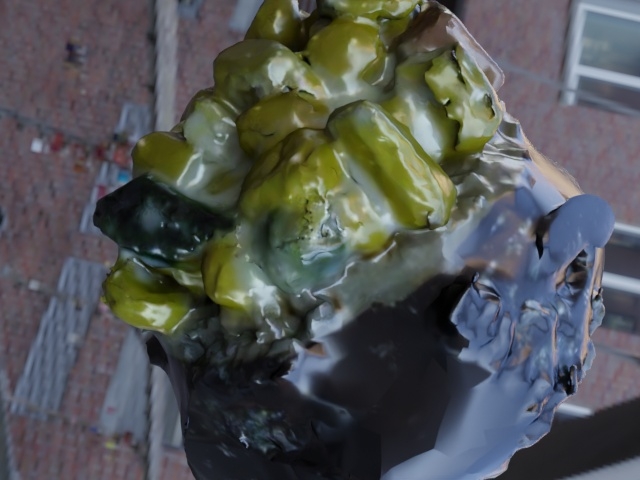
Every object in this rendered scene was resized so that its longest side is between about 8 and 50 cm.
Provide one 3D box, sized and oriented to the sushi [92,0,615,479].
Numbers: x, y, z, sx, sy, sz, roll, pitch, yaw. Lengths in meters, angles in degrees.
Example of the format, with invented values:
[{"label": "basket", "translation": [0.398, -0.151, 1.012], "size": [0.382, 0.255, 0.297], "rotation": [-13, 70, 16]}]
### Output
[{"label": "sushi", "translation": [0.000, 0.000, 0.868], "size": [0.285, 0.328, 0.329], "rotation": [54, 52, -29]}]
